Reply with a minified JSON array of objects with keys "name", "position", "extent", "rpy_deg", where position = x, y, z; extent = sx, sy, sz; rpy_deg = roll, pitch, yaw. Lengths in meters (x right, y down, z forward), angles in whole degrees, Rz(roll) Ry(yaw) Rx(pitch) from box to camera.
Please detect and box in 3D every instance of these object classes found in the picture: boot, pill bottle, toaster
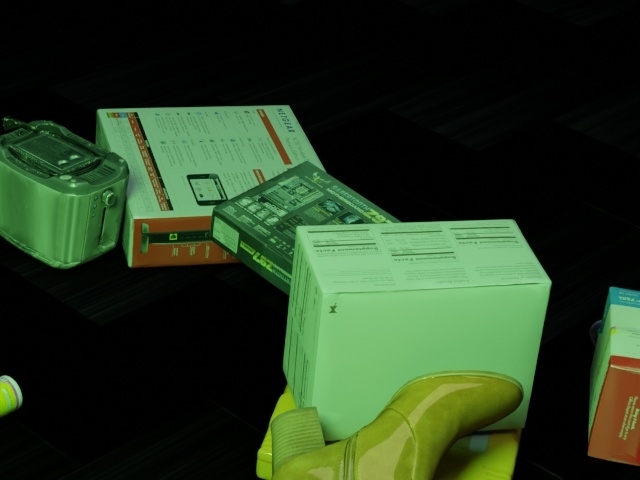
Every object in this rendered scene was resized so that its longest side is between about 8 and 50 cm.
[{"name":"boot","position":[0.093,0.256,1.703],"extent":[0.295,0.104,0.211],"rpy_deg":[-11,46,-4]},{"name":"pill bottle","position":[-0.384,0.188,1.843],"extent":[0.043,0.043,0.083],"rpy_deg":[27,36,32]},{"name":"toaster","position":[-0.362,-0.062,2.180],"extent":[0.227,0.146,0.129],"rpy_deg":[26,34,29]}]

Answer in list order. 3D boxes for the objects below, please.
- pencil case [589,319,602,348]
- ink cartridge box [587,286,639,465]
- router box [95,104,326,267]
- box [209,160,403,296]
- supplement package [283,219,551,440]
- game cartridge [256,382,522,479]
[{"name":"pencil case","position":[0.422,0.111,2.117],"extent":[0.070,0.064,0.151],"rpy_deg":[13,27,44]},{"name":"ink cartridge box","position":[0.369,0.172,1.928],"extent":[0.078,0.134,0.231],"rpy_deg":[10,29,5]},{"name":"router box","position":[-0.152,-0.085,2.327],"extent":[0.301,0.082,0.335],"rpy_deg":[-2,31,-15]},{"name":"box","position":[0.000,0.000,2.102],"extent":[0.232,0.059,0.183],"rpy_deg":[34,45,28]},{"name":"supplement package","position":[0.104,0.101,1.837],"extent":[0.261,0.204,0.145],"rpy_deg":[-2,31,-13]},{"name":"game cartridge","position":[0.096,0.205,1.902],"extent":[0.285,0.053,0.324],"rpy_deg":[11,29,7]}]
